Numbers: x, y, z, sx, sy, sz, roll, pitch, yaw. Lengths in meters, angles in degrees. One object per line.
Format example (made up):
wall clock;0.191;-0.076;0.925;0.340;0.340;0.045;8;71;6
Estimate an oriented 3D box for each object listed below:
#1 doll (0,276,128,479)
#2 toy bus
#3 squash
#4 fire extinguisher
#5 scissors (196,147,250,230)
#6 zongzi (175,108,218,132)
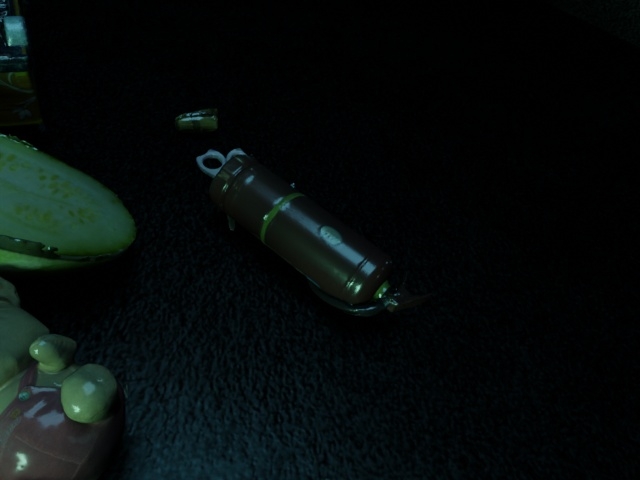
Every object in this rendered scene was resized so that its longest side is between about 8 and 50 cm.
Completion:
doll;-0.319;0.151;0.495;0.255;0.152;0.196;28;45;12
toy bus;-0.550;-0.318;0.834;0.161;0.194;0.324;-12;56;-23
squash;-0.392;-0.052;0.617;0.308;0.210;0.234;-3;31;-8
fire extinguisher;0.000;0.000;0.748;0.341;0.105;0.141;37;46;17
scissors;-0.152;-0.087;0.853;0.100;0.015;0.189;-2;51;-14
zongzi;-0.226;-0.226;0.945;0.075;0.040;0.083;-4;38;-10
